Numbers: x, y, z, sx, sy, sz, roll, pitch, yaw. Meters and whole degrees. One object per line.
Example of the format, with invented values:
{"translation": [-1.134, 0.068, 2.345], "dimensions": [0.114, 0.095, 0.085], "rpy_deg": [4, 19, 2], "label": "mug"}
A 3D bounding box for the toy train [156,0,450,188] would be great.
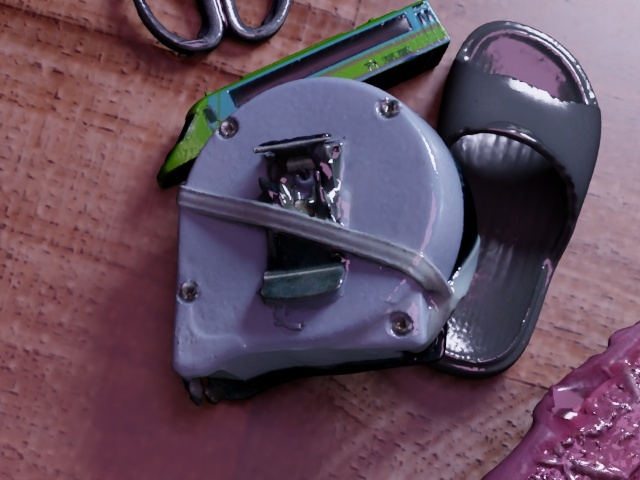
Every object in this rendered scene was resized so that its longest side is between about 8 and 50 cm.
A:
{"translation": [-0.019, -0.097, 1.165], "dimensions": [0.209, 0.044, 0.042], "rpy_deg": [-25, 77, -15], "label": "toy train"}

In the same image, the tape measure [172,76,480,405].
{"translation": [0.000, -0.005, 1.081], "dimensions": [0.182, 0.107, 0.181], "rpy_deg": [-14, 70, 19], "label": "tape measure"}

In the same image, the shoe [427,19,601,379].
{"translation": [0.118, -0.034, 1.139], "dimensions": [0.108, 0.093, 0.241], "rpy_deg": [16, 72, -1], "label": "shoe"}

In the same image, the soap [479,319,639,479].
{"translation": [0.247, 0.136, 1.082], "dimensions": [0.325, 0.127, 0.220], "rpy_deg": [-40, 82, -18], "label": "soap"}

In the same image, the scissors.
{"translation": [-0.102, -0.264, 1.221], "dimensions": [0.109, 0.022, 0.300], "rpy_deg": [-13, 73, -15], "label": "scissors"}
